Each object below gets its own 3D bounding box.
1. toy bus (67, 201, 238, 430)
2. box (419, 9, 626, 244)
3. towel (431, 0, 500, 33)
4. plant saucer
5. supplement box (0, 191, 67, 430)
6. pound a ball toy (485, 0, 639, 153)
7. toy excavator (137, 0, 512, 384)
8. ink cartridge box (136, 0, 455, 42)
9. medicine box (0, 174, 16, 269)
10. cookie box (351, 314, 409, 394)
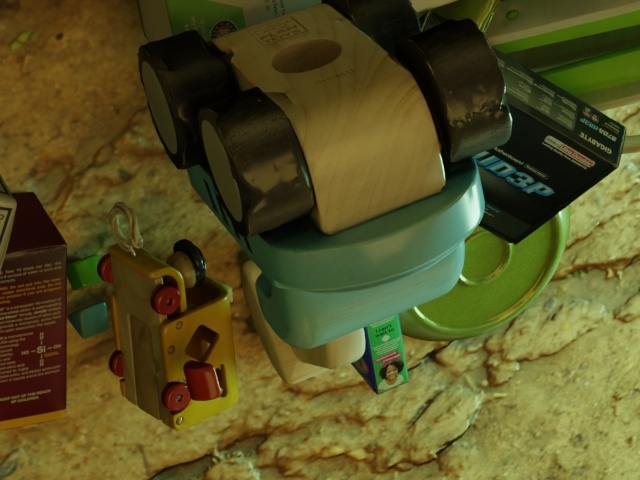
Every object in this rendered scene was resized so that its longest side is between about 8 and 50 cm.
[{"bbox_3d":[-0.131,0.067,1.759,0.104,0.191,0.202,-23,168,-34],"label":"toy bus"},{"bbox_3d":[0.139,-0.098,1.761,0.220,0.051,0.175,29,144,-15],"label":"box"},{"bbox_3d":[0.176,-0.297,1.721,0.021,0.102,0.237,28,96,-31],"label":"towel"},{"bbox_3d":[0.158,0.010,1.974,0.241,0.037,0.241,-13,124,-19],"label":"plant saucer"},{"bbox_3d":[-0.281,0.064,1.740,0.081,0.104,0.188,-9,124,-22],"label":"supplement box"},{"bbox_3d":[0.256,-0.181,1.805,0.319,0.135,0.208,-13,136,19],"label":"pound a ball toy"},{"bbox_3d":[0.000,0.000,1.654,0.222,0.433,0.445,-20,120,-14],"label":"toy excavator"},{"bbox_3d":[-0.025,-0.272,1.647,0.273,0.115,0.198,-20,129,-14],"label":"ink cartridge box"},{"bbox_3d":[-0.417,-0.049,1.495,0.289,0.263,0.149,8,116,-30],"label":"medicine box"},{"bbox_3d":[0.046,0.084,1.929,0.040,0.092,0.107,-23,128,-16],"label":"cookie box"}]
